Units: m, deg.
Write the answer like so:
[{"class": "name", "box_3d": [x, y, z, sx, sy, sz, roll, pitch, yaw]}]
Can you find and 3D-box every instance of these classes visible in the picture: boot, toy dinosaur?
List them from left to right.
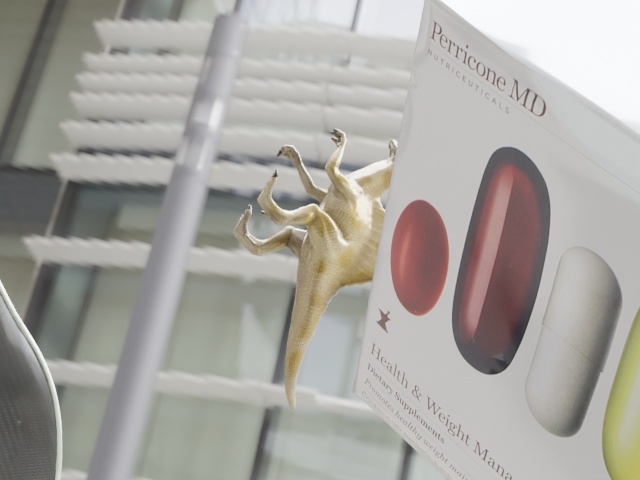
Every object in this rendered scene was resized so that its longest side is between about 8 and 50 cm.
[{"class": "boot", "box_3d": [-0.265, 0.081, 0.958, 0.176, 0.088, 0.244, -11, -80, 45]}, {"class": "toy dinosaur", "box_3d": [0.000, 0.000, 0.870, 0.092, 0.183, 0.053, 31, -19, -7]}]

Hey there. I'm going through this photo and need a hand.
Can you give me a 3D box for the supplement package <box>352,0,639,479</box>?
[{"class": "supplement package", "box_3d": [0.138, 0.017, 0.572, 0.194, 0.149, 0.203, 40, -42, 34]}]
